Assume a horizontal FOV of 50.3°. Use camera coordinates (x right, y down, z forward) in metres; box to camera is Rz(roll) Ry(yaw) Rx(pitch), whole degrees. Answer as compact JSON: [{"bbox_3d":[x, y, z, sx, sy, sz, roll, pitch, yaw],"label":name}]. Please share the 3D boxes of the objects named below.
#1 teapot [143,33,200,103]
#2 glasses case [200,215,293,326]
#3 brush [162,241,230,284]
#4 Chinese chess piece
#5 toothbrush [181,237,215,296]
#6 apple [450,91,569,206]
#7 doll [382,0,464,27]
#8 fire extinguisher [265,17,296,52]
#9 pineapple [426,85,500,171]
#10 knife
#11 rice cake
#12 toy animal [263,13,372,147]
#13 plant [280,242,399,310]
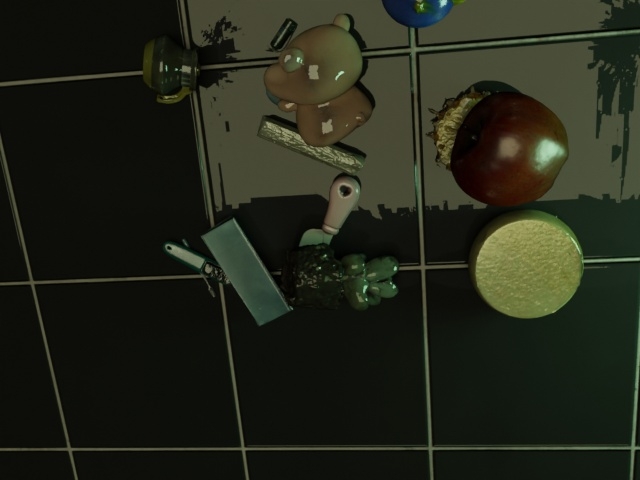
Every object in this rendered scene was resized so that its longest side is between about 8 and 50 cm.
[{"bbox_3d":[-0.326,-0.369,1.498,0.119,0.130,0.166,5,142,-10],"label":"teapot"},{"bbox_3d":[-0.173,0.071,1.645,0.105,0.056,0.266,-28,102,18],"label":"glasses case"},{"bbox_3d":[-0.295,0.056,1.657,0.193,0.032,0.043,28,96,-10],"label":"brush"},{"bbox_3d":[0.460,0.052,1.537,0.250,0.097,0.251,2,107,6],"label":"Chinese chess piece"},{"bbox_3d":[-0.300,0.068,1.681,0.011,0.014,0.167,-27,103,-3],"label":"toothbrush"},{"bbox_3d":[0.378,-0.184,1.366,0.234,0.234,0.234,2,108,7],"label":"apple"},{"bbox_3d":[0.158,-0.554,1.347,0.310,0.159,0.243,11,110,7],"label":"doll"},{"bbox_3d":[-0.084,-0.441,1.484,0.038,0.025,0.083,29,111,-27],"label":"fire extinguisher"},{"bbox_3d":[0.336,-0.233,1.487,0.221,0.047,0.221,2,109,7],"label":"pineapple"},{"bbox_3d":[-0.002,-0.002,1.609,0.081,0.043,0.336,25,111,-2],"label":"knife"},{"bbox_3d":[-0.023,-0.214,1.534,0.256,0.057,0.052,22,127,-1],"label":"rice cake"},{"bbox_3d":[0.005,-0.313,1.421,0.221,0.210,0.229,48,142,-1],"label":"toy animal"},{"bbox_3d":[0.050,0.086,1.554,0.274,0.149,0.146,5,145,-22],"label":"plant"}]
